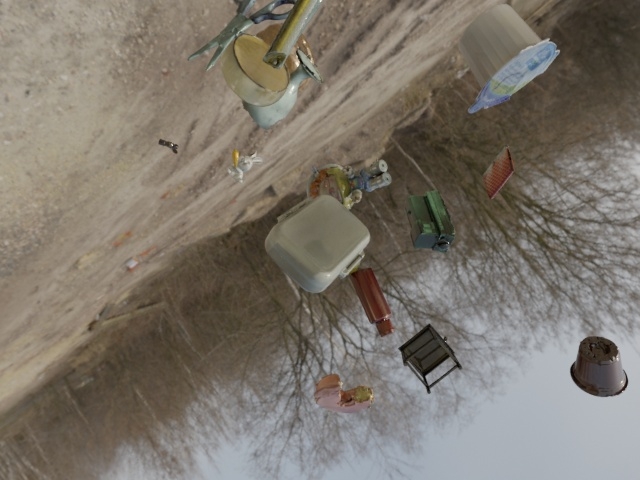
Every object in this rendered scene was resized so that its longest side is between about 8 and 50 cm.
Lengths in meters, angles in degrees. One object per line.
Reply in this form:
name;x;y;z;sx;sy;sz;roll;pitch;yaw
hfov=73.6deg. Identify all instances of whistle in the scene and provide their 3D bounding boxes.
whistle;-0.060;-0.649;1.242;0.327;0.067;0.057;-58;159;5

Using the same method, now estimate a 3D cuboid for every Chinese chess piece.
Chinese chess piece;-0.234;-0.610;1.541;0.104;0.257;0.257;-32;-175;42

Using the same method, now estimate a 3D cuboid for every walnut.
walnut;-0.186;-0.904;2.161;0.306;0.344;0.306;-34;-163;12

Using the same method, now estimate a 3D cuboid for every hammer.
hammer;-0.518;-0.323;1.488;0.178;0.065;0.021;-162;-92;-77

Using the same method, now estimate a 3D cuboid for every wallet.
wallet;0.609;-0.230;1.468;0.020;0.103;0.196;-6;159;-4

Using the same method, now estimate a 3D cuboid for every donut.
donut;0.081;0.595;1.659;0.199;0.232;0.085;-40;-150;36

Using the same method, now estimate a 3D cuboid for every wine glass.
wine glass;-0.166;-0.634;1.826;0.357;0.191;0.190;-37;-179;22

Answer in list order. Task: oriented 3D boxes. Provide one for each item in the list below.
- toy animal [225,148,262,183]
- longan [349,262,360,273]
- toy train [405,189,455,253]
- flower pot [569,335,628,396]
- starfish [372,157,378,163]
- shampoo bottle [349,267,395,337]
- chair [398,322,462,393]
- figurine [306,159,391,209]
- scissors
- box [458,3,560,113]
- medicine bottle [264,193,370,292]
toy animal;-0.380;-0.385;2.115;0.182;0.131;0.127;-48;180;-3
longan;0.070;0.066;1.593;0.154;0.145;0.176;-22;-172;9
toy train;0.487;-0.092;1.940;0.178;0.331;0.139;1;138;-9
flower pot;0.596;0.260;0.913;0.111;0.089;0.111;-12;-151;7
starfish;0.313;-0.403;2.322;0.028;0.091;0.078;-35;-139;-28
shampoo bottle;0.203;0.234;1.614;0.102;0.260;0.064;-11;157;-31
chair;0.364;0.379;1.449;0.154;0.141;0.260;-40;180;7
figurine;0.128;-0.211;1.761;0.381;0.225;0.205;3;-162;39
scissors;-0.262;-0.669;1.347;0.384;0.255;0.029;-53;158;-18
box;0.541;-0.570;1.333;0.262;0.207;0.291;-8;157;-47
medicine bottle;0.000;0.000;1.407;0.123;0.282;0.375;-52;172;37
